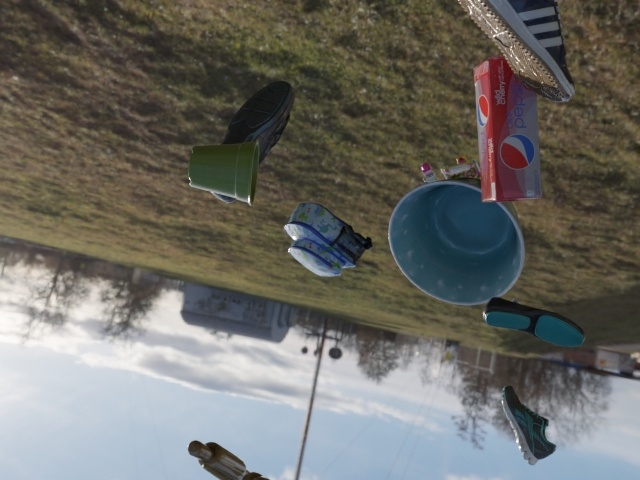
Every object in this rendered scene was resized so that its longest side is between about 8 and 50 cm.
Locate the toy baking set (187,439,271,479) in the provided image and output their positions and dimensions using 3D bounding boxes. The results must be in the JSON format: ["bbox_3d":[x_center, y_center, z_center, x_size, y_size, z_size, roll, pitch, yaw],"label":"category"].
[{"bbox_3d":[-0.053,0.275,0.652,0.197,0.030,0.256,17,154,31],"label":"toy baking set"}]

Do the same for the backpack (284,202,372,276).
[{"bbox_3d":[0.000,0.000,0.914,0.114,0.084,0.105,42,160,-19],"label":"backpack"}]

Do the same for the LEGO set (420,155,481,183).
[{"bbox_3d":[0.385,-0.213,1.468,0.287,0.132,0.107,-33,145,11],"label":"LEGO set"}]

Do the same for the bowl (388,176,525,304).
[{"bbox_3d":[0.333,-0.023,1.386,0.312,0.311,0.163,8,-149,31],"label":"bowl"}]

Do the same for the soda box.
[{"bbox_3d":[0.349,-0.205,1.116,0.092,0.263,0.083,-4,-178,-3],"label":"soda box"}]

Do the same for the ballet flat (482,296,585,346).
[{"bbox_3d":[0.436,0.159,1.224,0.203,0.074,0.074,13,176,9],"label":"ballet flat"}]

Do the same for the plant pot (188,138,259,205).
[{"bbox_3d":[-0.120,-0.088,0.741,0.079,0.083,0.083,5,175,-1],"label":"plant pot"}]

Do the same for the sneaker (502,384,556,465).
[{"bbox_3d":[0.441,0.381,1.260,0.076,0.166,0.065,-28,153,20],"label":"sneaker"}]

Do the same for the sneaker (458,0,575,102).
[{"bbox_3d":[0.358,-0.364,0.968,0.282,0.153,0.099,40,180,-22],"label":"sneaker"}]

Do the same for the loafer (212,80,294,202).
[{"bbox_3d":[-0.135,-0.194,1.172,0.096,0.267,0.084,24,162,33],"label":"loafer"}]
